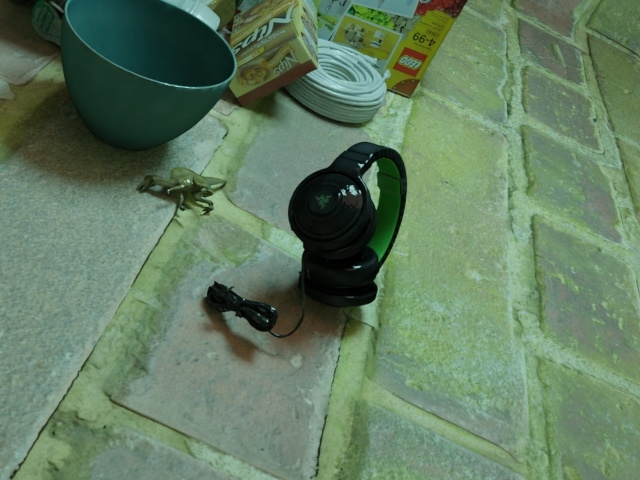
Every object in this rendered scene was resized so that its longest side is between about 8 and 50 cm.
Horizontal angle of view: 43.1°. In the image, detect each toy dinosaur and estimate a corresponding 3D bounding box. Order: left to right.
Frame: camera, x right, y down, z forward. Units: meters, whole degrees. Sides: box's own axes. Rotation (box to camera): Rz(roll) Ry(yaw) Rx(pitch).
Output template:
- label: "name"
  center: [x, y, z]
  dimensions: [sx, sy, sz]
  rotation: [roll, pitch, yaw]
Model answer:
- label: "toy dinosaur"
  center: [-0.211, -0.094, 1.369]
  dimensions: [0.183, 0.053, 0.092]
  rotation: [-5, 46, -40]

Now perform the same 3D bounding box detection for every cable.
- label: "cable"
  center: [0.028, -0.373, 1.871]
  dimensions: [0.257, 0.089, 0.257]
  rotation: [25, 35, -6]

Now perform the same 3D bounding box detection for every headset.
- label: "headset"
  center: [0.000, 0.000, 1.279]
  dimensions: [0.185, 0.243, 0.394]
  rotation: [18, 46, 27]

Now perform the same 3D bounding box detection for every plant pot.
- label: "plant pot"
  center: [-0.313, -0.270, 1.389]
  dimensions: [0.290, 0.195, 0.290]
  rotation: [19, 36, -15]

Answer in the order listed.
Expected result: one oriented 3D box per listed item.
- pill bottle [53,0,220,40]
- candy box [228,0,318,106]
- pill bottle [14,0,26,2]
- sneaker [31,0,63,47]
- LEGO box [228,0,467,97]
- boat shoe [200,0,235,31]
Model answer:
- label: "pill bottle"
  center: [-0.380, -0.478, 1.530]
  dimensions: [0.361, 0.204, 0.204]
  rotation: [39, 30, -24]
- label: "candy box"
  center: [-0.103, -0.433, 1.758]
  dimensions: [0.087, 0.183, 0.316]
  rotation: [54, 21, -32]
- label: "pill bottle"
  center: [-0.551, -0.562, 1.642]
  dimensions: [0.123, 0.122, 0.219]
  rotation: [32, 42, 3]
- label: "sneaker"
  center: [-0.487, -0.400, 1.562]
  dimensions: [0.166, 0.065, 0.076]
  rotation: [43, 20, 13]
- label: "LEGO box"
  center: [0.073, -0.621, 1.967]
  dimensions: [0.501, 0.372, 0.193]
  rotation: [16, 37, -18]
- label: "boat shoe"
  center: [-0.287, -0.490, 1.793]
  dimensions: [0.096, 0.098, 0.277]
  rotation: [13, 34, 17]
